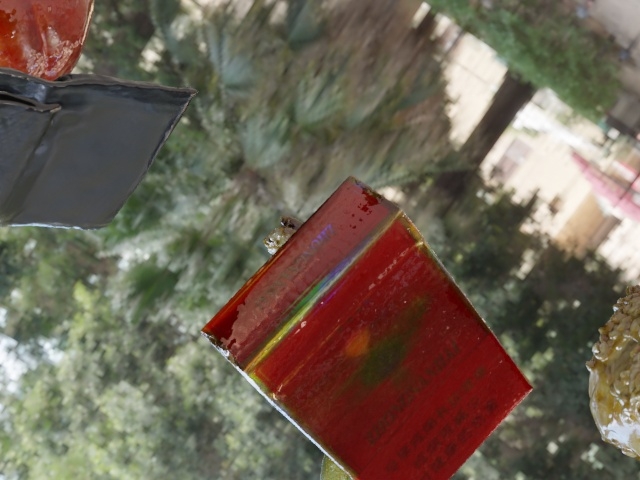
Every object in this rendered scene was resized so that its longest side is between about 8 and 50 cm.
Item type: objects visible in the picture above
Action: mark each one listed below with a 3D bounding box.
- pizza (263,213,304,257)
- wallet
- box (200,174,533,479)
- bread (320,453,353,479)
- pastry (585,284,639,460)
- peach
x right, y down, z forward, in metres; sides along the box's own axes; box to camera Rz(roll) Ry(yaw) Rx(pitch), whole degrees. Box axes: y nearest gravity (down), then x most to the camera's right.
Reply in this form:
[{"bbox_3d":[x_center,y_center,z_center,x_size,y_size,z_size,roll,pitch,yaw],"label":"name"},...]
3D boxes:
[{"bbox_3d":[-0.001,0.000,1.573,0.193,0.154,0.069,2,151,26],"label":"pizza"},{"bbox_3d":[-0.311,-0.087,1.123,0.323,0.247,0.041,-1,-124,-39],"label":"wallet"},{"bbox_3d":[0.055,0.113,1.057,0.089,0.197,0.313,38,171,48],"label":"box"},{"bbox_3d":[0.047,0.354,1.645,0.065,0.188,0.149,16,-179,-25],"label":"bread"},{"bbox_3d":[0.419,0.121,1.096,0.310,0.162,0.255,2,-142,18],"label":"pastry"},{"bbox_3d":[-0.464,-0.351,1.474,0.370,0.370,0.370,32,-166,-9],"label":"peach"}]
